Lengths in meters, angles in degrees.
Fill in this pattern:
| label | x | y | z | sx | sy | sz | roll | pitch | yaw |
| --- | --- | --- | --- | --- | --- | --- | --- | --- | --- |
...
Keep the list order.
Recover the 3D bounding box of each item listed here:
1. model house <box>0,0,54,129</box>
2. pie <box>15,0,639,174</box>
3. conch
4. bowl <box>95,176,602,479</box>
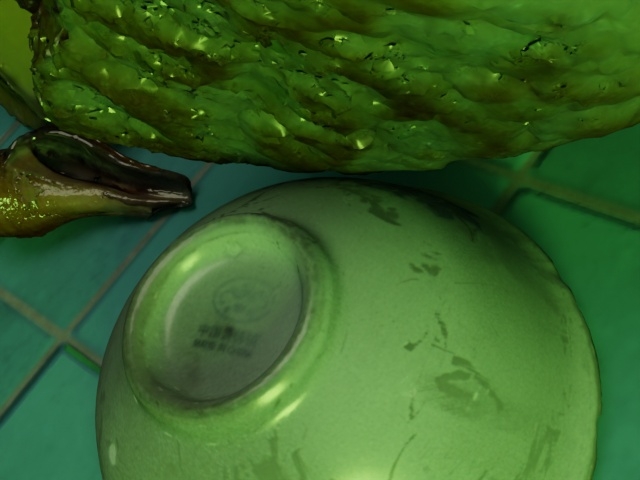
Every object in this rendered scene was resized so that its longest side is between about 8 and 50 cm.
| label | x | y | z | sx | sy | sz | roll | pitch | yaw |
| --- | --- | --- | --- | --- | --- | --- | --- | --- | --- |
| model house | -0.239 | -0.216 | 0.907 | 0.193 | 0.175 | 0.234 | -49 | 23 | -10 |
| pie | 0.041 | -0.121 | 0.527 | 0.418 | 0.395 | 0.180 | 11 | 97 | 60 |
| conch | -0.215 | -0.047 | 0.833 | 0.233 | 0.080 | 0.086 | -8 | 89 | 4 |
| bowl | -0.021 | 0.067 | 0.560 | 0.313 | 0.146 | 0.313 | -14 | 54 | 20 |
